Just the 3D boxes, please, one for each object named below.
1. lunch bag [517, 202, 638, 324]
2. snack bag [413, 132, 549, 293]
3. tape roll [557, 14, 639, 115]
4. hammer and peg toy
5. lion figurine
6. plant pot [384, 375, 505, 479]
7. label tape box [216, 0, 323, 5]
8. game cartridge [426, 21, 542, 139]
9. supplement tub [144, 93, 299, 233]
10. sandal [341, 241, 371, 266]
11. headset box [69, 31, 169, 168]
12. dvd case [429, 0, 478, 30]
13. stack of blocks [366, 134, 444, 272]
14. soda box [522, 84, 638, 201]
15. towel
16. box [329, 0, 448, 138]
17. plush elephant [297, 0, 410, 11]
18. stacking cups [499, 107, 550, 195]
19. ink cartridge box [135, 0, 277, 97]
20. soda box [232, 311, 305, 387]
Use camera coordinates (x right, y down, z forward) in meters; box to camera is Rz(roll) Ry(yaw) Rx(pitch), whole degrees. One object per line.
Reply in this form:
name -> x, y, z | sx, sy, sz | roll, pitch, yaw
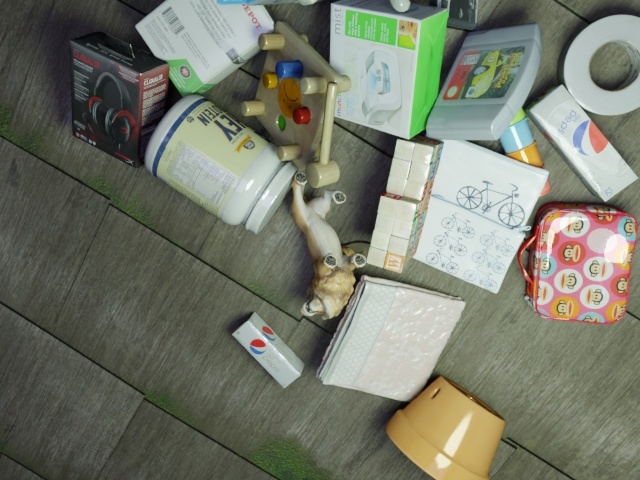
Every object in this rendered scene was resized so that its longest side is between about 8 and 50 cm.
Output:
lunch bag -> 0.620, 0.056, 1.409 | 0.259, 0.120, 0.292 | 4, 105, 9
snack bag -> 0.357, -0.075, 1.417 | 0.323, 0.037, 0.342 | 25, 113, 13
tape roll -> 0.667, -0.400, 1.313 | 0.220, 0.072, 0.219 | 2, 104, 9
hammer and peg toy -> -0.032, -0.305, 1.304 | 0.361, 0.128, 0.265 | 51, 137, 30
lion figurine -> 0.000, 0.000, 1.453 | 0.142, 0.240, 0.391 | -7, 76, -17
plant pot -> 0.345, 0.496, 1.495 | 0.291, 0.291, 0.203 | 34, 91, 0
label tape box -> -0.068, -0.666, 1.262 | 0.348, 0.115, 0.248 | -12, 104, -22
game cartridge -> 0.371, -0.354, 1.264 | 0.196, 0.060, 0.294 | 12, 70, 41
supplement tub -> -0.241, -0.185, 1.425 | 0.325, 0.235, 0.235 | 33, 106, -1
sandal -> 0.060, 0.040, 1.530 | 0.180, 0.049, 0.072 | 3, 103, 9
headset box -> -0.501, -0.362, 1.420 | 0.218, 0.110, 0.293 | 28, 129, 12
dvd case -> 0.304, -0.600, 1.273 | 0.030, 0.179, 0.238 | 13, 108, 41
stack of blocks -> 0.203, -0.092, 1.360 | 0.087, 0.171, 0.296 | 17, 111, 17
soda box -> 0.611, -0.231, 1.351 | 0.091, 0.098, 0.286 | -40, 94, 16
towel -> 0.189, 0.268, 1.508 | 0.317, 0.053, 0.331 | 15, 109, -21
box -> 0.145, -0.397, 1.290 | 0.231, 0.127, 0.261 | 25, 132, 29
plush elephant -> 0.132, -0.585, 1.149 | 0.256, 0.272, 0.329 | 32, 76, -12
stacking cups -> 0.462, -0.250, 1.375 | 0.096, 0.096, 0.316 | -21, 101, 13
ink cartridge box -> -0.266, -0.518, 1.404 | 0.289, 0.121, 0.211 | -31, 97, 15
soda box -> -0.145, 0.309, 1.617 | 0.069, 0.074, 0.216 | -42, 94, 16
